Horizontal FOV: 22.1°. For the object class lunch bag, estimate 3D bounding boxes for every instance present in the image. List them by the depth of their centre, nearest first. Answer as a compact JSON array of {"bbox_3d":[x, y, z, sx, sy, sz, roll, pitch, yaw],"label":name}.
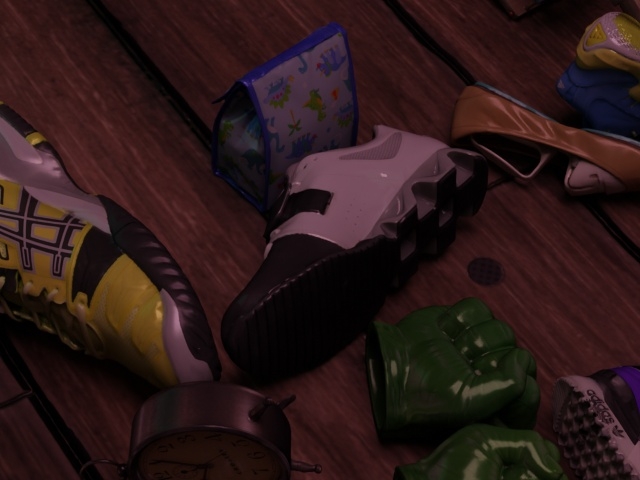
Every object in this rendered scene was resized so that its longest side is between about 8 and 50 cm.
[{"bbox_3d":[-0.033,-0.124,1.558,0.096,0.151,0.129,39,56,23],"label":"lunch bag"}]

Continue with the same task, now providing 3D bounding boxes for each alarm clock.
[{"bbox_3d":[-0.106,0.170,1.320,0.192,0.129,0.064,-16,46,14],"label":"alarm clock"}]

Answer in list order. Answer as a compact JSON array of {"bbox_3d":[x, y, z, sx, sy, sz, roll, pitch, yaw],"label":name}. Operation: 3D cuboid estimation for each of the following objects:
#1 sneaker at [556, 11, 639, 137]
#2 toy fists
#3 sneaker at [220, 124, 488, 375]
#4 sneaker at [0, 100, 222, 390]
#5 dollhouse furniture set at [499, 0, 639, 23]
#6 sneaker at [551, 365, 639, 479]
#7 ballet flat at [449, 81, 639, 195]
[{"bbox_3d":[0.339,-0.149,1.681,0.240,0.126,0.091,22,42,-29],"label":"sneaker"},{"bbox_3d":[0.128,0.166,1.368,0.142,0.096,0.279,-2,48,-11],"label":"toy fists"},{"bbox_3d":[0.000,0.000,1.490,0.146,0.122,0.330,29,46,27],"label":"sneaker"},{"bbox_3d":[-0.232,0.032,1.423,0.147,0.145,0.385,-38,53,-22],"label":"sneaker"},{"bbox_3d":[0.294,-0.257,1.761,0.129,0.129,0.183,-30,89,-28],"label":"dollhouse furniture set"},{"bbox_3d":[0.316,0.212,1.348,0.146,0.102,0.293,-12,52,-18],"label":"sneaker"},{"bbox_3d":[0.236,-0.083,1.625,0.232,0.080,0.073,23,78,15],"label":"ballet flat"}]
